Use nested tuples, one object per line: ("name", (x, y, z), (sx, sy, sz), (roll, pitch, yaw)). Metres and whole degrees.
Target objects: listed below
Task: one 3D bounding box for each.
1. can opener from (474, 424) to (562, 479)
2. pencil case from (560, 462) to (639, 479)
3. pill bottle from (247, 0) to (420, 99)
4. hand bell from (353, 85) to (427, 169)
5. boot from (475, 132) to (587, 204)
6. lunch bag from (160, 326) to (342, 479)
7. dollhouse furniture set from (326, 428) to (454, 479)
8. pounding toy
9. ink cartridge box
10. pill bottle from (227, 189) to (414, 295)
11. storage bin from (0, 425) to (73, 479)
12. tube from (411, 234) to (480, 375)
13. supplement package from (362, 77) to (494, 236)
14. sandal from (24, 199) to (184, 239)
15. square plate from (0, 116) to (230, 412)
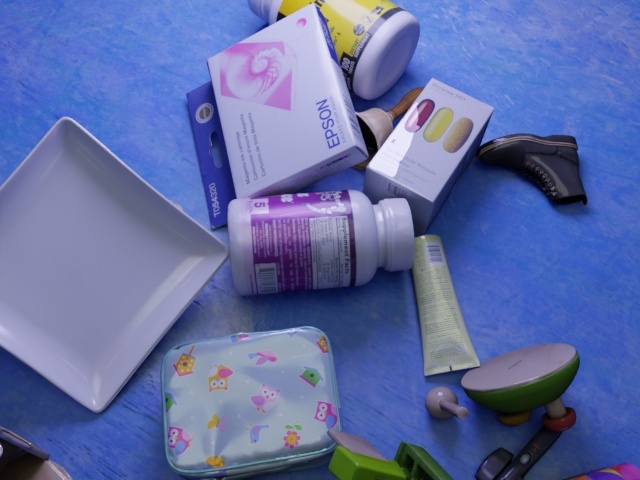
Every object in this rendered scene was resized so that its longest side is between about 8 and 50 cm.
("can opener", (0.326, 0.327, 1.043), (0.186, 0.059, 0.073), (-35, 68, -17))
("pencil case", (0.365, 0.396, 0.974), (0.237, 0.104, 0.104), (-12, 63, -11))
("pill bottle", (0.019, -0.447, 1.372), (0.334, 0.188, 0.188), (37, 68, 17))
("hand bell", (0.143, -0.248, 1.335), (0.126, 0.126, 0.242), (42, 56, 19))
("boot", (0.406, -0.129, 1.278), (0.198, 0.077, 0.136), (-5, 68, -2))
("lunch bag", (-0.109, 0.260, 1.045), (0.280, 0.108, 0.223), (-8, 66, -4))
("dollhouse furniture set", (0.042, 0.433, 0.931), (0.198, 0.151, 0.301), (21, 90, -21))
("pounding toy", (0.299, 0.252, 1.041), (0.237, 0.183, 0.110), (-21, 91, -11))
("ink cartridge box", (-0.107, -0.227, 1.235), (0.330, 0.071, 0.323), (-23, 65, 17))
("pill bottle", (0.000, 0.000, 1.147), (0.302, 0.169, 0.169), (-5, 63, -4))
("storage bin", (-0.479, 0.379, 0.891), (0.123, 0.262, 0.260), (23, 65, 14))
("tube", (0.200, 0.109, 1.160), (0.062, 0.070, 0.240), (9, 60, -34))
("supplement package", (0.197, -0.155, 1.251), (0.139, 0.133, 0.244), (29, 66, 13))
("sandal", (-0.443, 0.008, 1.170), (0.417, 0.169, 0.102), (-9, 103, -6))
("square plate", (-0.382, 0.041, 1.083), (0.347, 0.049, 0.344), (41, 80, -16))
